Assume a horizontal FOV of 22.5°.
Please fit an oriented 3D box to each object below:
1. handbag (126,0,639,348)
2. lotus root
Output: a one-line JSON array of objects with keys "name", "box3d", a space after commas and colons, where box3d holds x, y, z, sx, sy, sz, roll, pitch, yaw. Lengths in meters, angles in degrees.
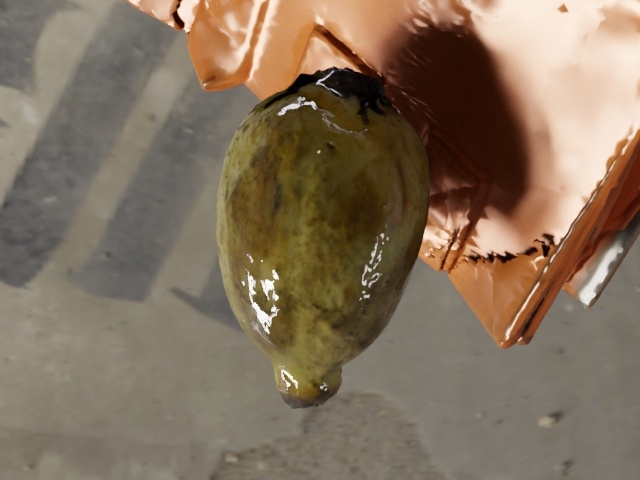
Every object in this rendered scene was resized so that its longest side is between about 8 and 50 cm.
[{"name": "handbag", "box3d": [0.061, -0.161, 1.048, 0.410, 0.116, 0.303, 44, 136, 21]}, {"name": "lotus root", "box3d": [0.000, 0.000, 0.998, 0.138, 0.138, 0.214, 3, 91, 16]}]
